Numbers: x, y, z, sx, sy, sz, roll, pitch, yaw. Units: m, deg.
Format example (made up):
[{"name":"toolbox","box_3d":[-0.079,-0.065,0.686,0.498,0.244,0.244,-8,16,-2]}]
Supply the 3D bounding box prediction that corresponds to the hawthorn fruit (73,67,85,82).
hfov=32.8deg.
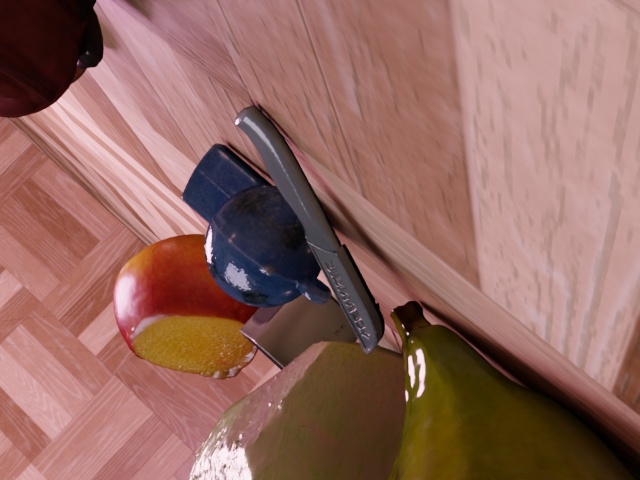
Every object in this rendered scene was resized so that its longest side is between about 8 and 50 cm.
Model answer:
[{"name":"hawthorn fruit","box_3d":[-0.216,-0.161,0.837,0.067,0.067,0.103,39,159,21]}]

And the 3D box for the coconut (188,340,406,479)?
[{"name":"coconut","box_3d":[0.028,0.228,0.897,0.281,0.328,0.328,19,166,11]}]

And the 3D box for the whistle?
[{"name":"whistle","box_3d":[-0.050,-0.007,0.742,0.158,0.090,0.090,40,171,24]}]

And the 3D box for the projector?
[{"name":"projector","box_3d":[-0.019,0.090,1.077,0.083,0.082,0.083,45,171,-18]}]

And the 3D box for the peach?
[{"name":"peach","box_3d":[-0.160,0.089,1.364,0.192,0.190,0.190,61,173,6]}]

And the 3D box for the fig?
[{"name":"fig","box_3d":[0.094,0.191,0.626,0.233,0.233,0.314,132,113,-81]}]

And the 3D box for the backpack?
[{"name":"backpack","box_3d":[-0.228,-0.156,0.625,0.229,0.139,0.229,43,174,6]}]

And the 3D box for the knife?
[{"name":"knife","box_3d":[0.001,-0.001,0.675,0.028,0.015,0.210,-1,134,35]}]
